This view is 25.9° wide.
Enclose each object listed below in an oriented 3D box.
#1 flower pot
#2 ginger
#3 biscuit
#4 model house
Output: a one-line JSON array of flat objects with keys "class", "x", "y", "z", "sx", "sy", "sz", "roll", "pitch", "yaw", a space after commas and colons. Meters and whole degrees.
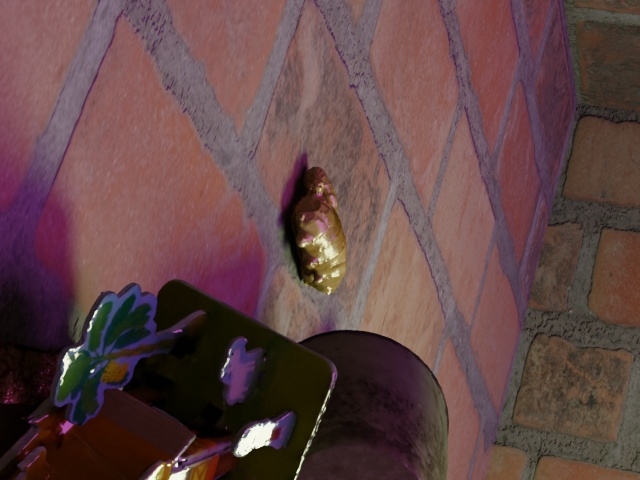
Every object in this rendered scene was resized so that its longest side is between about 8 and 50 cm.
[{"class": "flower pot", "x": 0.044, "y": 0.309, "z": 1.886, "sx": 0.330, "sy": 0.293, "sz": 0.294, "roll": -95, "pitch": -171, "yaw": -75}, {"class": "ginger", "x": -0.002, "y": -0.001, "z": 2.082, "sx": 0.115, "sy": 0.081, "sz": 0.205, "roll": -116, "pitch": -163, "yaw": -66}, {"class": "biscuit", "x": -0.279, "y": 0.138, "z": 1.414, "sx": 0.199, "sy": 0.034, "sz": 0.064, "roll": 24, "pitch": 76, "yaw": -70}, {"class": "model house", "x": -0.183, "y": 0.228, "z": 1.357, "sx": 0.313, "sy": 0.242, "sz": 0.358, "roll": -8, "pitch": 123, "yaw": -65}]
